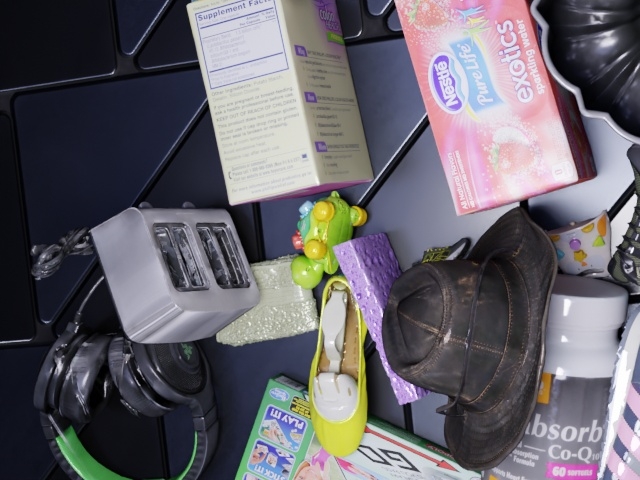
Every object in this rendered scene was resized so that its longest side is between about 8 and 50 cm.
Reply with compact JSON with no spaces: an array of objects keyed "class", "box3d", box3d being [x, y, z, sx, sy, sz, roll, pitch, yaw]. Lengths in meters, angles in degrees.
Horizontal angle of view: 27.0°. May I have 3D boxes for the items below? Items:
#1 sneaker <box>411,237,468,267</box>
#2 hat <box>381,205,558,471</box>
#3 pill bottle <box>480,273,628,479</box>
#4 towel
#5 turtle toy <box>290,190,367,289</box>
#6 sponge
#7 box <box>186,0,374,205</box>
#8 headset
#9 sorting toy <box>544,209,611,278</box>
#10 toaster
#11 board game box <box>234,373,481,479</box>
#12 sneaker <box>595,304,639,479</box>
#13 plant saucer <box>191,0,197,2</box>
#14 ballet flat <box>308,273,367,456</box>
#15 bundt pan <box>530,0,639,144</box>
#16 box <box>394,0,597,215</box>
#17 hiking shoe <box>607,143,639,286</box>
[{"class":"sneaker","box3d":[0.147,0.020,1.660,0.083,0.031,0.035,-41,76,16]},{"class":"hat","box3d":[0.144,0.099,1.506,0.134,0.331,0.331,11,99,-12]},{"class":"pill bottle","box3d":[0.275,0.187,1.550,0.162,0.162,0.278,8,101,19]},{"class":"towel","box3d":[-0.075,0.080,1.748,0.148,0.027,0.110,-10,92,21]},{"class":"turtle toy","box3d":[0.000,0.000,1.682,0.066,0.095,0.130,16,95,36]},{"class":"sponge","box3d":[0.088,0.094,1.641,0.031,0.117,0.210,-24,86,23]},{"class":"box","box3d":[-0.043,-0.174,1.616,0.117,0.213,0.243,-12,91,20]},{"class":"headset","box3d":[-0.279,0.176,1.747,0.243,0.185,0.394,-7,103,20]},{"class":"sorting toy","box3d":[0.313,0.014,1.600,0.083,0.045,0.075,-18,107,21]},{"class":"toaster","box3d":[-0.184,0.045,1.686,0.110,0.168,0.185,-33,70,35]},{"class":"board game box","box3d":[0.047,0.332,1.715,0.317,0.046,0.213,22,101,17]},{"class":"sneaker","box3d":[0.381,0.233,1.449,0.131,0.112,0.319,9,95,37]},{"class":"plant saucer","box3d":[-0.086,-0.340,1.724,0.192,0.018,0.067,-10,91,20]},{"class":"ballet flat","box3d":[0.020,0.152,1.663,0.077,0.077,0.231,2,79,15]},{"class":"bundt pan","box3d":[0.394,-0.254,1.473,0.331,0.124,0.330,0,87,5]},{"class":"box","box3d":[0.201,-0.192,1.563,0.154,0.142,0.300,-16,89,21]},{"class":"hiking shoe","box3d":[0.380,0.000,1.544,0.114,0.086,0.227,-19,89,17]}]
